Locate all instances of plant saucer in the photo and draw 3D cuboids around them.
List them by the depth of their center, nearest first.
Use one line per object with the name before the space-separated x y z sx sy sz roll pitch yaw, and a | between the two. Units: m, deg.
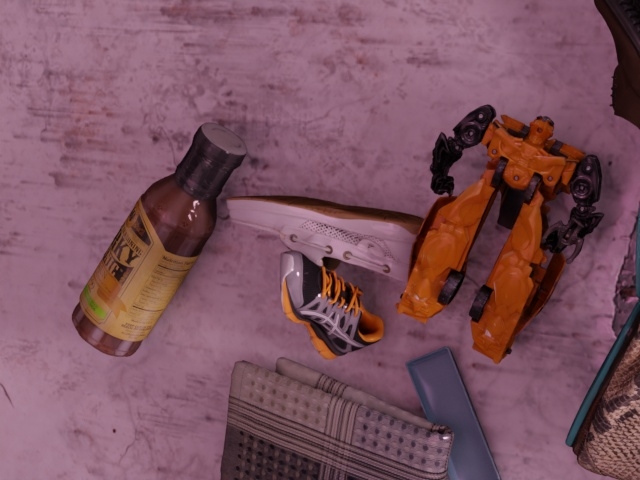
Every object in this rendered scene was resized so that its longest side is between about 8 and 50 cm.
plant saucer | 0.168 0.228 1.988 0.067 0.018 0.192 -25 82 32

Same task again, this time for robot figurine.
robot figurine | 0.208 -0.016 1.884 0.211 0.085 0.291 28 110 13

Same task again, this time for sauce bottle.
sauce bottle | -0.210 -0.003 2.139 0.111 0.111 0.344 42 114 20

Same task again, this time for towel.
towel | 0.008 0.329 2.079 0.324 0.056 0.312 18 111 27

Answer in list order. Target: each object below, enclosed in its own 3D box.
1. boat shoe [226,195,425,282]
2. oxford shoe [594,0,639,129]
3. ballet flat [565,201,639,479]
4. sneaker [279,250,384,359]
boat shoe | 0.000 0.000 2.016 0.277 0.098 0.096 11 101 29
oxford shoe | 0.351 -0.182 1.791 0.096 0.083 0.227 -31 79 35
ballet flat | 0.395 0.075 1.715 0.182 0.164 0.483 20 127 16
sneaker | 0.010 0.072 1.978 0.083 0.215 0.084 -11 58 20
